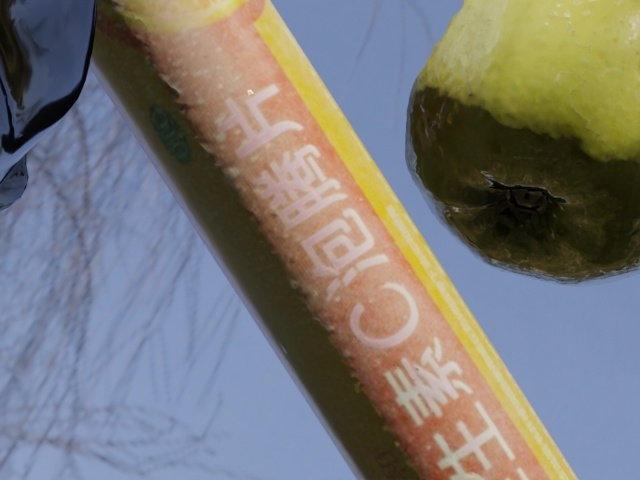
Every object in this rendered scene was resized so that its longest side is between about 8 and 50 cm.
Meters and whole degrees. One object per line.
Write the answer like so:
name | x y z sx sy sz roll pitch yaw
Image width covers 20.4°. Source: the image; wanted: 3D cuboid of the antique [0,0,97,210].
antique | -0.130 -0.118 0.530 0.185 0.255 0.322 25 -77 -8

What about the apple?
apple | 0.193 -0.097 1.304 0.279 0.279 0.279 10 -53 13

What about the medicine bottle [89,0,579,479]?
medicine bottle | 0.000 0.000 0.858 0.108 0.108 0.426 -34 -90 35
